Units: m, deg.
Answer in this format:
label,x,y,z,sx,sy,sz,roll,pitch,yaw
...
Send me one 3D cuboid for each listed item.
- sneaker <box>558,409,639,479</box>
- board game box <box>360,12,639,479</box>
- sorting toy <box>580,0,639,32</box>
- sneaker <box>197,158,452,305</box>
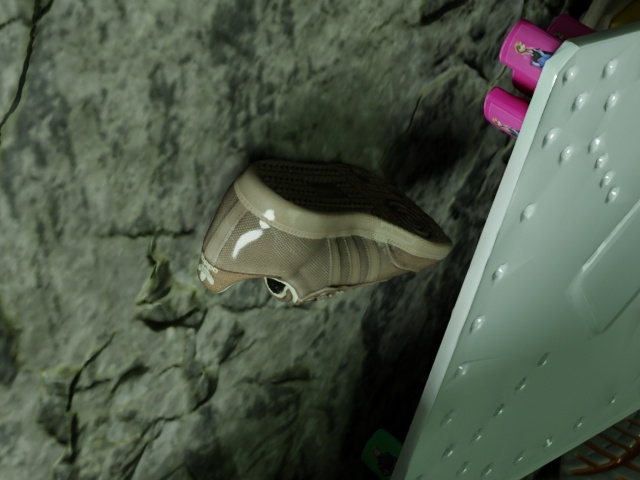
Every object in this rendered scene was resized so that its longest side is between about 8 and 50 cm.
label,x,y,z,sx,sy,sz,roll,pitch,yaw
sneaker,0.276,0.185,1.377,0.215,0.084,0.083,-32,142,-40
board game box,0.198,-0.002,1.092,0.390,0.050,0.390,-19,137,-44
sorting toy,0.239,-0.145,1.112,0.208,0.038,0.193,-56,148,-9
sneaker,0.000,0.000,0.878,0.071,0.066,0.188,-51,148,19
